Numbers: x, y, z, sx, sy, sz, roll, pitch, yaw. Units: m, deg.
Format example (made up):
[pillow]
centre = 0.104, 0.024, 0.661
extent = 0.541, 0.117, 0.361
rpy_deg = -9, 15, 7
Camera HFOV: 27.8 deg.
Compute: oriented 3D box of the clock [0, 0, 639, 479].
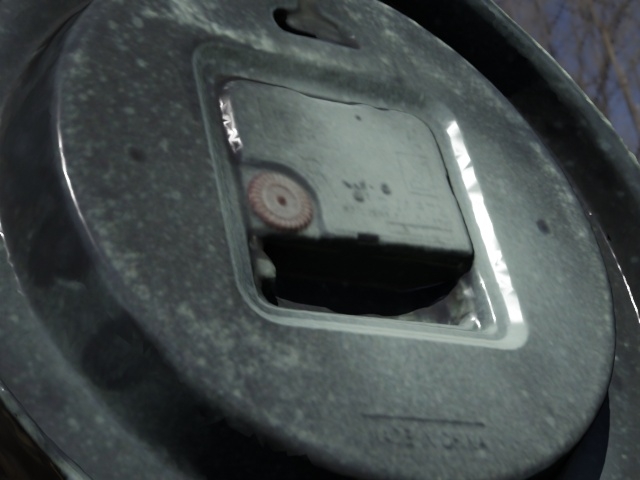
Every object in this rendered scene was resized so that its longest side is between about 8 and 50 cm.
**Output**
[clock]
centre = 0.000, 0.000, 0.545
extent = 0.386, 0.386, 0.076
rpy_deg = -7, -29, -42
